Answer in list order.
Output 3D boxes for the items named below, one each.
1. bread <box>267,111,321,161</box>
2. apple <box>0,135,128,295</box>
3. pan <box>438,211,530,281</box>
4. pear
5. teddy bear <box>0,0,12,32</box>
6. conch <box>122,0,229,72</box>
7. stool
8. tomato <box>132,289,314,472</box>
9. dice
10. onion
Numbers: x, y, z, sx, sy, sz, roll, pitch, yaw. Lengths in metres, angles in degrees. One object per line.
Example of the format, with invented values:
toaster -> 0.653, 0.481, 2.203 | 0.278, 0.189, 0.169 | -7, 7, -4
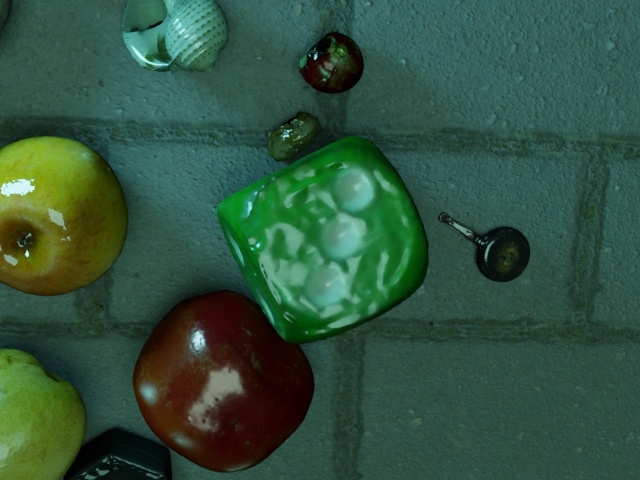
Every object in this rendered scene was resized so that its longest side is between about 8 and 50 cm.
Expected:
bread -> -0.052, -0.197, 1.899 | 0.113, 0.082, 0.060 | -36, 103, 0
apple -> -0.490, -0.038, 1.792 | 0.299, 0.275, 0.298 | -1, 110, -4
pan -> 0.328, 0.004, 2.018 | 0.212, 0.040, 0.114 | 32, 94, -14
pear -> -0.600, 0.356, 1.868 | 0.315, 0.314, 0.314 | -2, 105, -6
teddy bear -> -0.658, -0.414, 1.699 | 0.267, 0.235, 0.151 | 4, 144, -20
conch -> -0.248, -0.379, 1.803 | 0.172, 0.131, 0.199 | -33, 66, 25
stool -> -0.401, 0.501, 2.006 | 0.232, 0.141, 0.232 | -2, 105, -6
tomato -> -0.181, 0.264, 1.895 | 0.293, 0.290, 0.325 | -41, 112, 1
dice -> 0.000, 0.000, 1.820 | 0.297, 0.287, 0.300 | -28, 96, -14
onion -> 0.025, -0.323, 1.860 | 0.119, 0.118, 0.117 | 40, 82, -15
